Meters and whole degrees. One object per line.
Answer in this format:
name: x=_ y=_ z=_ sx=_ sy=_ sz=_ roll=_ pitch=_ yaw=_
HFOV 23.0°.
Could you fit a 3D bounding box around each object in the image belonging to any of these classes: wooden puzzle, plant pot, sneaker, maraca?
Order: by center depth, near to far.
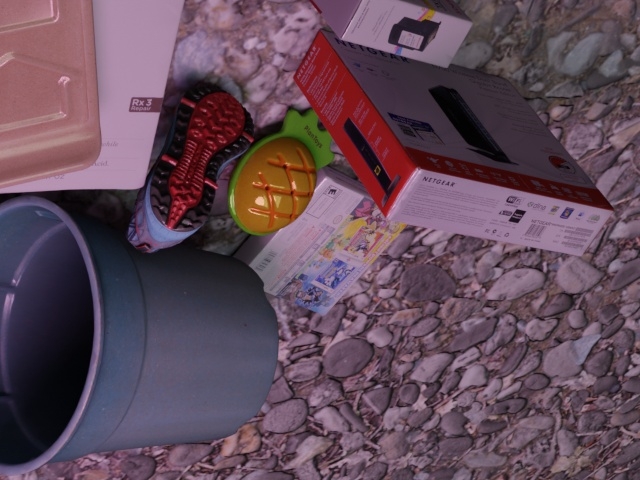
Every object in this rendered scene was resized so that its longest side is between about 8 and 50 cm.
wooden puzzle: x=-0.389 y=-0.200 z=1.575 sx=0.322 sy=0.080 sz=0.348 roll=-15 pitch=132 yaw=-18
sneaker: x=-0.174 y=-0.089 z=1.942 sx=0.104 sy=0.262 sz=0.125 roll=38 pitch=135 yaw=-12
plant pot: x=-0.255 y=0.128 z=2.020 sx=0.334 sy=0.341 sz=0.341 roll=7 pitch=126 yaw=-44
maraca: x=-0.051 y=-0.090 z=2.082 sx=0.185 sy=0.099 sz=0.127 roll=-52 pitch=132 yaw=-11

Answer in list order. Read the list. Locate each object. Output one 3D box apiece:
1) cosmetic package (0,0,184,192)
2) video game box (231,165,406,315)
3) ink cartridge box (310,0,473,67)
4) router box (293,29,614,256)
cosmetic package: x=-0.281 y=-0.248 z=1.754 sx=0.217 sy=0.156 sz=0.385 roll=-4 pitch=132 yaw=-24
video game box: x=0.000 y=0.000 z=2.229 sx=0.187 sy=0.048 sz=0.205 roll=26 pitch=114 yaw=-41
ink cartridge box: x=0.082 y=-0.291 z=1.943 sx=0.175 sy=0.127 sz=0.072 roll=9 pitch=122 yaw=-37
router box: x=0.168 y=-0.124 z=2.020 sx=0.335 sy=0.301 sz=0.082 roll=9 pitch=124 yaw=-36
